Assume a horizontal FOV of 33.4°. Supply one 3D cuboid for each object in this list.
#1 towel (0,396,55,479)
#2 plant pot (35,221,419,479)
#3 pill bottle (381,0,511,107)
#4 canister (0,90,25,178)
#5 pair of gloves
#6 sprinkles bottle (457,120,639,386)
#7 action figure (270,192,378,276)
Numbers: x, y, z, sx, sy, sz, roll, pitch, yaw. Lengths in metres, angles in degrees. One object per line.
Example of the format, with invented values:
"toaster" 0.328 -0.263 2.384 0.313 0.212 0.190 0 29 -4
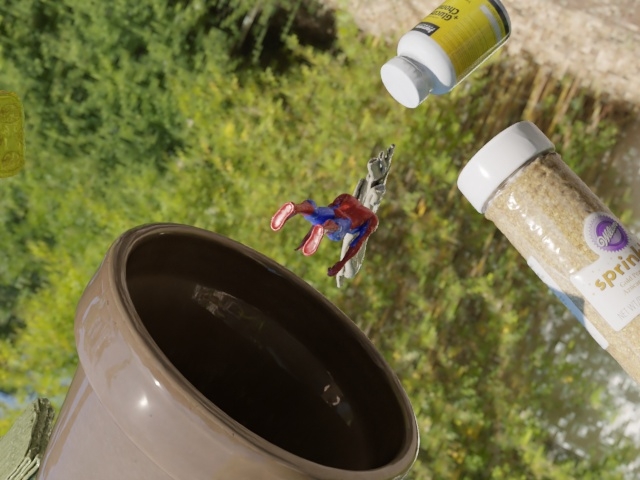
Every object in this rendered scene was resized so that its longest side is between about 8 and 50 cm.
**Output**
"towel" -0.290 0.213 0.998 0.027 0.110 0.148 41 -177 -19
"plant pot" -0.096 0.152 0.780 0.263 0.229 0.263 32 -159 -14
"pill bottle" 0.175 -0.271 1.504 0.103 0.184 0.103 42 161 18
"canister" -0.512 -0.173 1.600 0.073 0.126 0.170 -12 -157 -38
"pair of gloves" 0.081 -0.044 1.885 0.042 0.204 0.240 16 -145 8
"sprinkles bottle" 0.318 0.022 1.259 0.355 0.121 0.121 50 -168 15
"action figure" 0.000 0.000 1.577 0.091 0.139 0.280 40 -159 14
